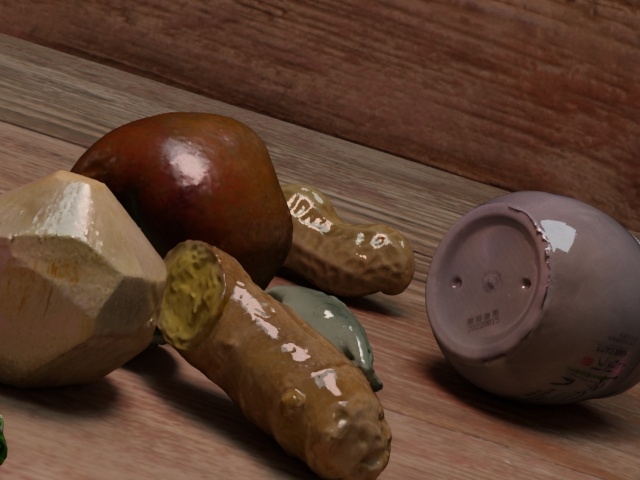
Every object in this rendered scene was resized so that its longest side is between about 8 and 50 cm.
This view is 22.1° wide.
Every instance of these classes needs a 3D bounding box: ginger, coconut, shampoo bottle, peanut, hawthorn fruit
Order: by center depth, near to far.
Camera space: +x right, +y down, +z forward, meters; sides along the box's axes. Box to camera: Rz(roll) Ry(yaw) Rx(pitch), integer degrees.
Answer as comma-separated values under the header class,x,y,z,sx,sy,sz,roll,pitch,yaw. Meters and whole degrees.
class,x,y,z,sx,sy,sz,roll,pitch,yaw
coconut,-0.270,0.038,1.696,0.237,0.237,0.197,18,13,4
ginger,-0.054,0.127,1.745,0.354,0.126,0.190,43,11,20
hawthorn fruit,-0.194,-0.025,2.007,0.268,0.267,0.301,25,17,31
shampoo bottle,0.296,0.079,2.123,0.266,0.273,0.273,16,11,-41
peanut,0.000,0.000,2.374,0.298,0.136,0.120,22,14,18

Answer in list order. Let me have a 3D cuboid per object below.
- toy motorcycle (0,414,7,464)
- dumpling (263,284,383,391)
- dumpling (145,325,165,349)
class,x,y,z,sx,sy,sz,roll,pitch,yaw
toy motorcycle,-0.331,0.177,1.418,0.106,0.074,0.190,26,14,3
dumpling,0.016,0.123,1.958,0.149,0.104,0.217,7,16,-36
dumpling,-0.240,0.066,1.874,0.219,0.108,0.152,23,14,7
